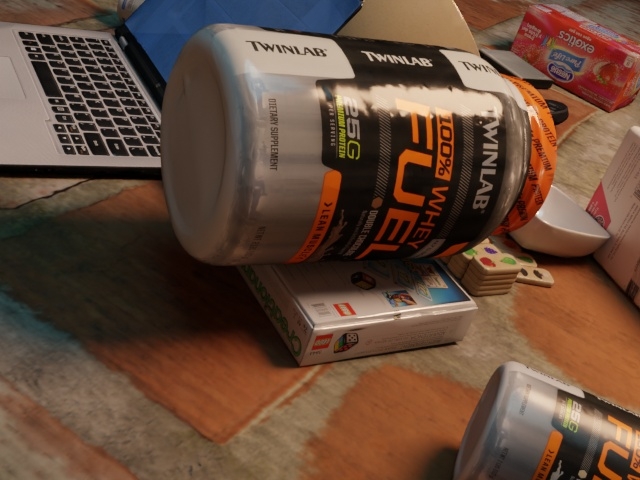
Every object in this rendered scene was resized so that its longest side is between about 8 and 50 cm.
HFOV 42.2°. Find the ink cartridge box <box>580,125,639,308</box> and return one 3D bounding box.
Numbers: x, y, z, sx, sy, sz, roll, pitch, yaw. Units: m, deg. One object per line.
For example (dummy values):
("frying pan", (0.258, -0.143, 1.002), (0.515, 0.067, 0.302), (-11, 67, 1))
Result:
("ink cartridge box", (0.439, -0.005, 1.007), (0.100, 0.172, 0.237), (4, 34, -24))

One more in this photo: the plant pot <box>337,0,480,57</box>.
("plant pot", (0.058, -0.224, 1.099), (0.191, 0.284, 0.284), (-32, 49, -9))

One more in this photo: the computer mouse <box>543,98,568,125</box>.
("computer mouse", (0.326, -0.206, 1.408), (0.242, 0.041, 0.071), (-9, 31, -28))

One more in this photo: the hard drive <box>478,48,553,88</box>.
("hard drive", (0.390, -0.345, 1.668), (0.094, 0.022, 0.135), (-4, 38, -34))

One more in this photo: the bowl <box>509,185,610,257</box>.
("bowl", (0.279, -0.030, 1.062), (0.142, 0.053, 0.142), (10, 31, -33))

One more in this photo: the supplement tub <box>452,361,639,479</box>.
("supplement tub", (0.208, 0.181, 0.640), (0.190, 0.117, 0.117), (23, 31, 7))

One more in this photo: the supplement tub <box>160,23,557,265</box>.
("supplement tub", (0.039, -0.083, 0.773), (0.338, 0.207, 0.207), (-2, 37, -28))

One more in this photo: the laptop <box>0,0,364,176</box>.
("laptop", (-0.236, -0.272, 1.000), (0.408, 0.236, 0.382), (-1, 36, -31))

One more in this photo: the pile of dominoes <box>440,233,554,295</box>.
("pile of dominoes", (0.153, -0.027, 1.015), (0.196, 0.040, 0.251), (-2, 37, -31))

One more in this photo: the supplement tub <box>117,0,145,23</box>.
("supplement tub", (-0.249, -0.344, 1.267), (0.107, 0.071, 0.071), (28, 32, 13))

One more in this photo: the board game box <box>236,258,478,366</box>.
("board game box", (0.000, 0.000, 0.874), (0.193, 0.053, 0.305), (-3, 37, -31))

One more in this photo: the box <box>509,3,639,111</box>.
("box", (0.536, -0.381, 1.708), (0.257, 0.122, 0.128), (36, 35, 26))
